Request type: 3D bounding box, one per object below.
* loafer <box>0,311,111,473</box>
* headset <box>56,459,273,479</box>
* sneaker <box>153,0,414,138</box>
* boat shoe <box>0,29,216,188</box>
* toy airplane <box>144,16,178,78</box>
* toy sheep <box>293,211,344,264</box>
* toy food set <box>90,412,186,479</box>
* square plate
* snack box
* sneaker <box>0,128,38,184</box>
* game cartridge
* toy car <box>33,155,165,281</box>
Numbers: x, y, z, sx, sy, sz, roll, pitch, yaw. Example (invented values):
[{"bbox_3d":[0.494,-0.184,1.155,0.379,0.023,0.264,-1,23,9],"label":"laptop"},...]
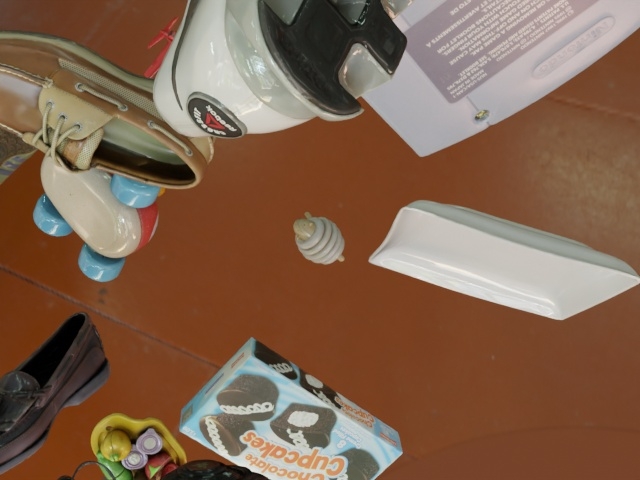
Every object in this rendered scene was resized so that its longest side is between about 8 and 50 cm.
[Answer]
[{"bbox_3d":[-0.360,0.181,1.203,0.109,0.095,0.302,2,19,18],"label":"loafer"},{"bbox_3d":[-0.180,0.394,1.249,0.394,0.185,0.244,21,100,18],"label":"headset"},{"bbox_3d":[0.002,-0.188,0.574,0.146,0.122,0.331,-12,38,47],"label":"sneaker"},{"bbox_3d":[-0.271,-0.142,1.137,0.323,0.123,0.120,13,46,-18],"label":"boat shoe"},{"bbox_3d":[-0.230,-0.317,1.548,0.151,0.028,0.151,-37,25,21],"label":"toy airplane"},{"bbox_3d":[0.000,0.000,1.807,0.091,0.132,0.091,-30,43,33],"label":"toy sheep"},{"bbox_3d":[-0.284,0.374,1.605,0.128,0.218,0.071,-27,31,10],"label":"toy food set"},{"bbox_3d":[0.263,0.029,1.504,0.343,0.347,0.049,17,75,-1],"label":"square plate"},{"bbox_3d":[-0.046,0.313,1.622,0.187,0.322,0.060,-47,22,19],"label":"snack box"},{"bbox_3d":[-0.539,-0.142,1.681,0.064,0.086,0.192,47,64,-9],"label":"sneaker"},{"bbox_3d":[0.155,-0.192,0.738,0.297,0.198,0.062,-35,56,14],"label":"game cartridge"},{"bbox_3d":[-0.305,-0.095,1.605,0.210,0.219,0.238,43,41,11],"label":"toy car"}]
